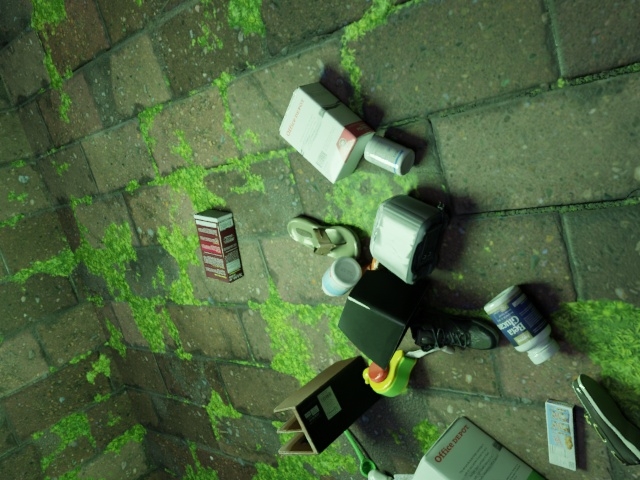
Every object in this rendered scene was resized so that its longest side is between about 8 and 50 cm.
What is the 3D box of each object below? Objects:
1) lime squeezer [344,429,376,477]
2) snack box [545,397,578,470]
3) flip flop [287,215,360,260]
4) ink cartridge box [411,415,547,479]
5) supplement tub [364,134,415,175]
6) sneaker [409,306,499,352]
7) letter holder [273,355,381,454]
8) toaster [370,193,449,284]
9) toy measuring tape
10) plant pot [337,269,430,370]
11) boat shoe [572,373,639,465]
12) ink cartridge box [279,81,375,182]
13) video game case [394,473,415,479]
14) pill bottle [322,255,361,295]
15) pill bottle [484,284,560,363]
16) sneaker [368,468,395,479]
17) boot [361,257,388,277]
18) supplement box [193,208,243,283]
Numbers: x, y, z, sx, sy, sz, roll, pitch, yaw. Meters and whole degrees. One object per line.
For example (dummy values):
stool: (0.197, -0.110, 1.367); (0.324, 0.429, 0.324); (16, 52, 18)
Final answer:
lime squeezer: (0.157, 0.776, 1.944); (0.110, 0.059, 0.310); (-155, 46, -71)
snack box: (0.584, 0.470, 1.404); (0.064, 0.022, 0.178); (6, 114, 42)
flip flop: (0.000, 0.000, 1.670); (0.277, 0.080, 0.112); (20, 123, 35)
ink cartridge box: (0.416, 0.631, 1.505); (0.289, 0.211, 0.121); (35, 132, 27)
supplement tub: (0.169, -0.208, 1.417); (0.107, 0.071, 0.070); (31, 128, 30)
sneaker: (0.324, 0.243, 1.458); (0.228, 0.130, 0.087); (15, 122, 35)
letter holder: (-0.006, 0.500, 1.764); (0.214, 0.302, 0.151); (-25, 92, 47)
toaster: (0.215, -0.015, 1.430); (0.147, 0.129, 0.226); (31, 130, 31)
toy measuring tape: (0.233, 0.365, 1.605); (0.330, 0.121, 0.121); (-26, 91, 47)
plant pot: (0.154, 0.185, 1.510); (0.167, 0.187, 0.188); (27, 131, 13)
boat shoe: (0.630, 0.401, 1.284); (0.227, 0.081, 0.069); (51, 132, 7)
ink cartridge box: (0.012, -0.282, 1.511); (0.218, 0.092, 0.158); (44, 133, 16)
video game case: (0.293, 0.760, 1.784); (0.122, 0.011, 0.087); (-11, 93, 21)
pill bottle: (0.054, 0.108, 1.645); (0.087, 0.087, 0.160); (54, 157, 8)
pill bottle: (0.463, 0.194, 1.326); (0.169, 0.094, 0.094); (53, 136, 10)
sneaker: (0.253, 0.792, 1.846); (0.212, 0.080, 0.094); (37, 120, 15)
boot: (0.141, 0.082, 1.600); (0.085, 0.059, 0.157); (34, 131, 33)
supplement box: (-0.352, 0.019, 2.013); (0.130, 0.073, 0.239); (11, 117, 40)
